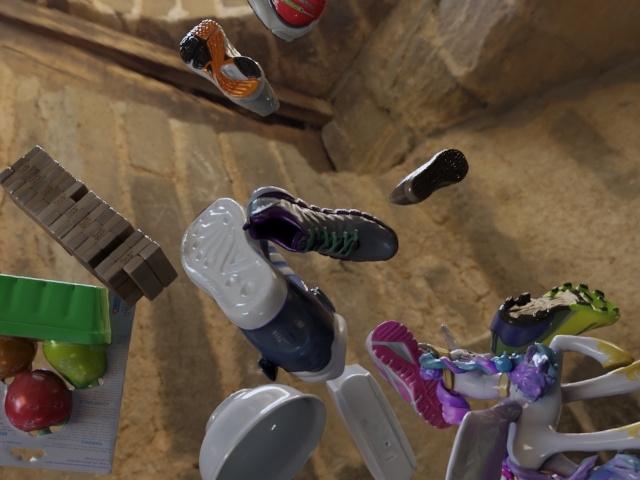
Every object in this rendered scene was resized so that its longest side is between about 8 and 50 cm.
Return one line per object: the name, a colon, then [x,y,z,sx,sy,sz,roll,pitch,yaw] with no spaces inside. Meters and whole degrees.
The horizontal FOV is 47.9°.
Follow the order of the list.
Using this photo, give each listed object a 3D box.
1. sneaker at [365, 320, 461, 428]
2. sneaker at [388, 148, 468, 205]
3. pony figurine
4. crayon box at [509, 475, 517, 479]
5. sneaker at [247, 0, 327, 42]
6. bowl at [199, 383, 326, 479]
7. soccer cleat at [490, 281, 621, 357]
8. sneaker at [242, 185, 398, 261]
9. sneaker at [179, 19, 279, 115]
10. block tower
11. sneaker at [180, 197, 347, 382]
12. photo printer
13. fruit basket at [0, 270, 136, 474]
sneaker: [0.181,0.258,1.417,0.252,0.103,0.111,53,168,-6]
sneaker: [0.195,-0.117,1.315,0.188,0.071,0.066,-28,-81,-41]
pony figurine: [0.309,0.293,1.069,0.303,0.363,0.351,60,-144,-56]
crayon box: [0.406,0.664,1.378,0.106,0.313,0.363,27,-102,-7]
sneaker: [-0.082,-0.438,1.094,0.279,0.118,0.107,58,-166,2]
bowl: [-0.139,0.397,1.462,0.134,0.298,0.298,37,-151,33]
soccer cleat: [0.427,0.152,1.324,0.289,0.121,0.093,-4,-146,-28]
sneaker: [0.000,0.000,0.999,0.223,0.083,0.098,15,-150,-4]
sneaker: [-0.174,-0.319,1.381,0.262,0.099,0.121,50,-177,34]
block tower: [-0.376,-0.027,1.135,0.335,0.097,0.091,34,-111,27]
sneaker: [-0.073,0.087,1.080,0.236,0.130,0.323,47,180,-35]
photo printer: [0.108,0.414,1.667,0.256,0.107,0.307,63,174,2]
fruit basket: [-0.527,0.242,1.347,0.327,0.353,0.165,7,-179,-7]
